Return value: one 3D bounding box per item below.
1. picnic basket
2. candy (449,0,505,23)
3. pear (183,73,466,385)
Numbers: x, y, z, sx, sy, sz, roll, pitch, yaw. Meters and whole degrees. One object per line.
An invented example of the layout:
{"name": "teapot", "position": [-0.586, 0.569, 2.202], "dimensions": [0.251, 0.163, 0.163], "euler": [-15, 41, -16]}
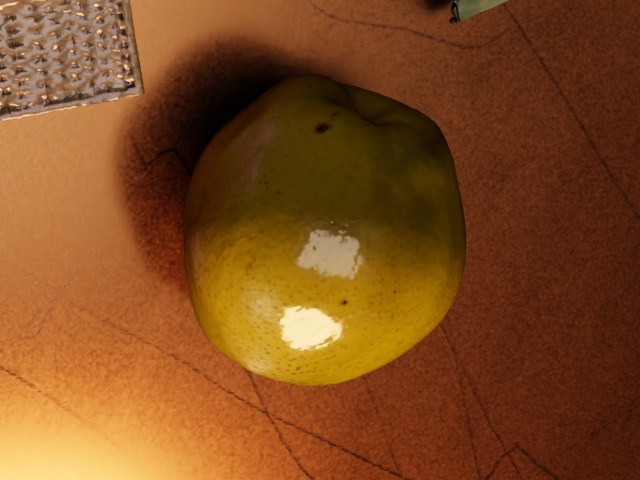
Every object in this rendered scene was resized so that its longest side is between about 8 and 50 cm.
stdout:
{"name": "picnic basket", "position": [-0.273, -0.196, 1.696], "dimensions": [0.196, 0.134, 0.154], "euler": [-13, 109, -15]}
{"name": "candy", "position": [0.188, -0.430, 1.794], "dimensions": [0.263, 0.172, 0.397], "euler": [-19, 100, -8]}
{"name": "pear", "position": [0.000, 0.000, 1.784], "dimensions": [0.294, 0.294, 0.294], "euler": [-6, 108, -19]}
